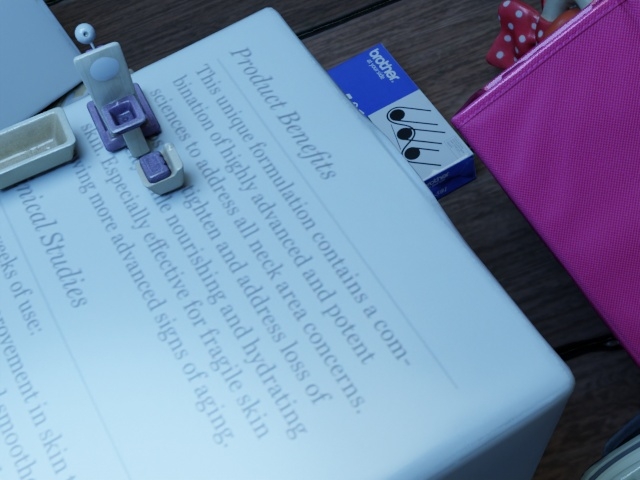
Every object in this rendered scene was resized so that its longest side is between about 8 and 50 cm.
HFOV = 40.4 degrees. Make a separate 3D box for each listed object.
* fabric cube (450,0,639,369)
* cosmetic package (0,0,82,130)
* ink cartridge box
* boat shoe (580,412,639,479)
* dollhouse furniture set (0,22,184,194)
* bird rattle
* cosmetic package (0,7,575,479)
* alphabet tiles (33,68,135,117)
[{"bbox_3d":[0.281,-0.077,0.629,0.259,0.254,0.258,-38,91,19],"label":"fabric cube"},{"bbox_3d":[-0.529,-0.158,1.058,0.453,0.161,0.230,-38,35,-11],"label":"cosmetic package"},{"bbox_3d":[0.077,-0.127,0.971,0.097,0.046,0.207,-29,54,-5],"label":"ink cartridge box"},{"bbox_3d":[0.408,0.117,0.609,0.500,0.156,0.187,-28,83,11],"label":"boat shoe"},{"bbox_3d":[-0.148,-0.062,0.482,0.114,0.081,0.091,-25,59,-9],"label":"dollhouse furniture set"},{"bbox_3d":[0.260,-0.178,0.869,0.143,0.207,0.253,2,66,-4],"label":"bird rattle"},{"bbox_3d":[-0.101,0.125,0.603,0.394,0.327,0.329,-28,60,-11],"label":"cosmetic package"},{"bbox_3d":[-0.343,-0.069,1.007,0.342,0.011,0.285,-5,54,37],"label":"alphabet tiles"}]
